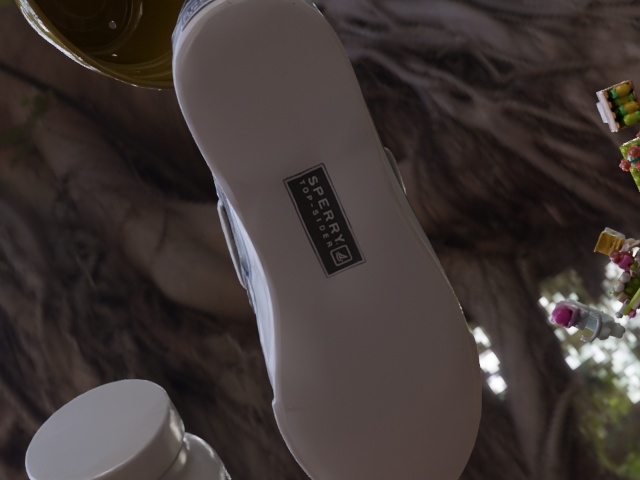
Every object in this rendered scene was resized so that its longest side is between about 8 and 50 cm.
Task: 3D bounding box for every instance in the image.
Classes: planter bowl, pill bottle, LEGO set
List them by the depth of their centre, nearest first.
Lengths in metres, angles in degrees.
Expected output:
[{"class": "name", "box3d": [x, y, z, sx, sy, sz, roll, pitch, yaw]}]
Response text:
[{"class": "planter bowl", "box3d": [-0.157, -0.197, 1.106, 0.217, 0.217, 0.090, 17, -26, -37]}, {"class": "pill bottle", "box3d": [-0.129, 0.252, 1.264, 0.153, 0.153, 0.264, -27, -60, -6]}, {"class": "LEGO set", "box3d": [0.329, -0.021, 1.634, 0.107, 0.132, 0.287, -30, -49, -67]}]

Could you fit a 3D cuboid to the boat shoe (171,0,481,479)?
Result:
[{"class": "boat shoe", "box3d": [0.000, 0.000, 0.783, 0.108, 0.102, 0.301, -22, -66, 3]}]
